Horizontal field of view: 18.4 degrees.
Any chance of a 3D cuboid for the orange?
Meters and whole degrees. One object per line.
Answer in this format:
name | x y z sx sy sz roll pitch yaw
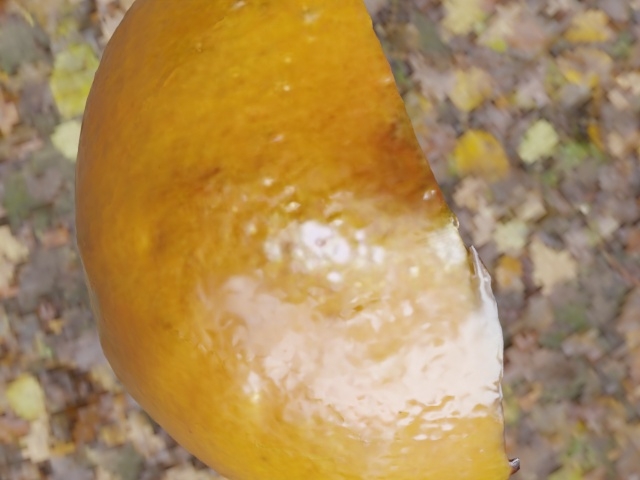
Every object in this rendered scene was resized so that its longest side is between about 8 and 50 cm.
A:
orange | -0.001 0.000 1.008 0.310 0.274 0.274 40 105 8
